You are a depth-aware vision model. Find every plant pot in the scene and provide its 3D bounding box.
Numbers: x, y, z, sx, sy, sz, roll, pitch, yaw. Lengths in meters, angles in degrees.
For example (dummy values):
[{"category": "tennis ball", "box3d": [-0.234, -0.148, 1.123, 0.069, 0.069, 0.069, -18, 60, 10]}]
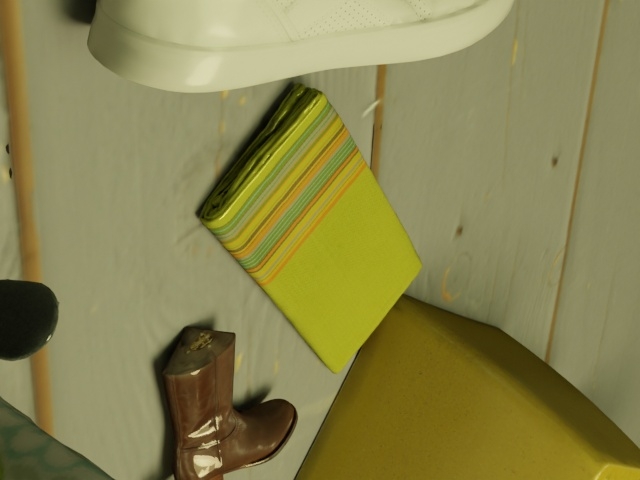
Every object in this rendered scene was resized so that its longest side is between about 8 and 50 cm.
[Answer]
[{"category": "plant pot", "box3d": [0.122, 0.186, 1.146, 0.212, 0.187, 0.212, 21, 97, -60]}]

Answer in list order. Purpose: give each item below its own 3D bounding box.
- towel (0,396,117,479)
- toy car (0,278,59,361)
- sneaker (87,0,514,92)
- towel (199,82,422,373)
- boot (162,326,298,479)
[{"category": "towel", "box3d": [-0.155, 0.228, 0.577, 0.321, 0.374, 0.090, -56, 150, -9]}, {"category": "toy car", "box3d": [-0.187, 0.021, 0.545, 0.155, 0.188, 0.149, -51, 148, -17]}, {"category": "sneaker", "box3d": [0.021, -0.181, 0.774, 0.292, 0.108, 0.169, -22, 135, -46]}, {"category": "towel", "box3d": [0.000, 0.000, 0.980, 0.102, 0.021, 0.237, -50, 149, -9]}, {"category": "boot", "box3d": [-0.054, 0.091, 0.959, 0.106, 0.037, 0.114, -36, 137, -39]}]
